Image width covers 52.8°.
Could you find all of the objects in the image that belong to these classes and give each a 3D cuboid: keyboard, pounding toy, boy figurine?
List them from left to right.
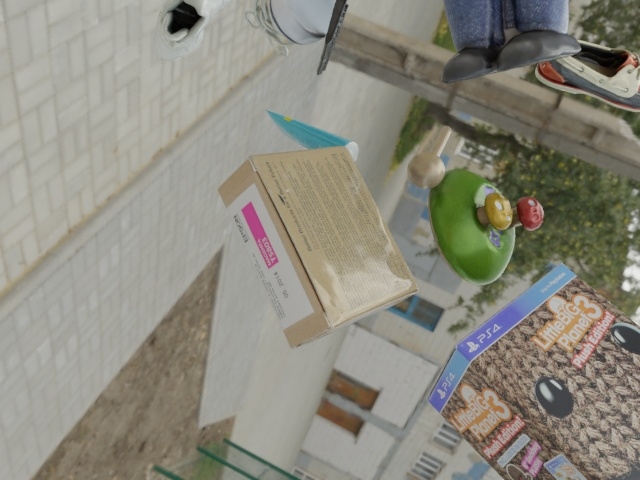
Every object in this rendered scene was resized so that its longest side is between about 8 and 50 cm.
[{"bbox_3d":[0.022,-0.341,1.047,0.180,0.023,0.108,170,-66,-84],"label":"keyboard"},{"bbox_3d":[0.244,-0.056,0.948,0.110,0.237,0.183,-21,-164,42],"label":"pounding toy"},{"bbox_3d":[0.131,-0.270,0.476,0.092,0.177,0.285,-24,109,-48],"label":"boy figurine"}]

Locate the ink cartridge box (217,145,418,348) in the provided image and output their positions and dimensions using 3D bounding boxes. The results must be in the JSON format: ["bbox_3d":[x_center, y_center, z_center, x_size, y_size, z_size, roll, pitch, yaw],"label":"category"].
[{"bbox_3d":[0.000,0.000,0.851,0.193,0.235,0.088,-14,165,-46],"label":"ink cartridge box"}]

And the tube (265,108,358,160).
[{"bbox_3d":[-0.021,-0.198,1.246,0.052,0.207,0.080,-51,146,-15],"label":"tube"}]

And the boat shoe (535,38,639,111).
[{"bbox_3d":[0.272,-0.157,0.599,0.043,0.137,0.049,94,13,-61],"label":"boat shoe"}]

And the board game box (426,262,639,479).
[{"bbox_3d":[0.328,0.212,0.817,0.232,0.291,0.141,-30,150,-30],"label":"board game box"}]

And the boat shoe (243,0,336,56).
[{"bbox_3d":[-0.070,-0.438,1.226,0.156,0.136,0.367,-26,-151,24],"label":"boat shoe"}]

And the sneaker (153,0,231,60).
[{"bbox_3d":[-0.245,-0.373,1.105,0.232,0.090,0.115,-31,-158,52],"label":"sneaker"}]
